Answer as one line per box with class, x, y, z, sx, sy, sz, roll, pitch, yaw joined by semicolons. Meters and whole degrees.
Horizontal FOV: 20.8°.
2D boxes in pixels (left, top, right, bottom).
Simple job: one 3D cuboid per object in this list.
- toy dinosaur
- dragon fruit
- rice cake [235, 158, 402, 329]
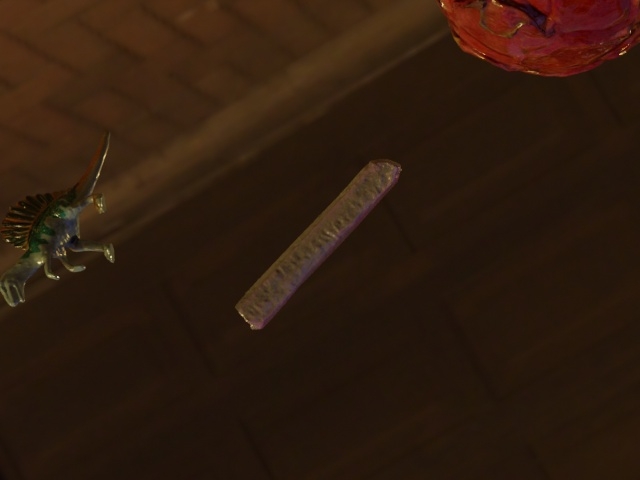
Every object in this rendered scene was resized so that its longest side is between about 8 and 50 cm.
toy dinosaur;-0.248;-0.021;1.627;0.106;0.187;0.044;-9;151;7
dragon fruit;0.191;-0.246;1.407;0.241;0.241;0.252;-35;163;32
rice cake;0.000;0.000;1.615;0.206;0.036;0.047;-47;-169;-3
